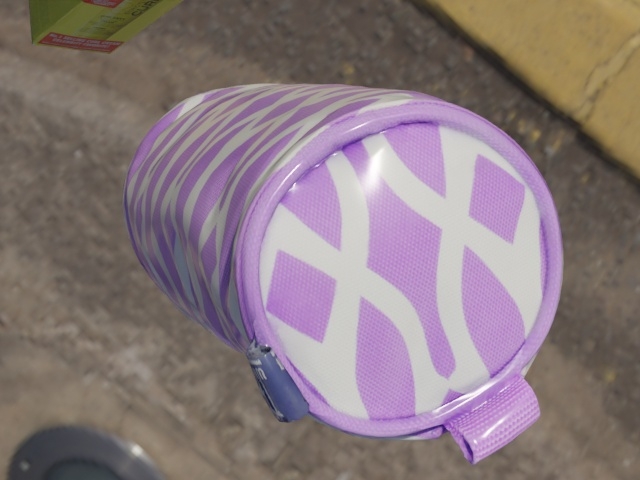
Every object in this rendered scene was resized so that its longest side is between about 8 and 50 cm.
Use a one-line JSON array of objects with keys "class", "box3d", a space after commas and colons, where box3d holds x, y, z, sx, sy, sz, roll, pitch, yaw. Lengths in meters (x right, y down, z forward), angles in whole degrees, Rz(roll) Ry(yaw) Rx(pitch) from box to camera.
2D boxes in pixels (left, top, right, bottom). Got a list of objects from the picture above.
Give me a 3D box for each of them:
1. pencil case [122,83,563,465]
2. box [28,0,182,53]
[{"class": "pencil case", "box3d": [0.000, 0.000, 0.486, 0.086, 0.206, 0.088, -39, 105, -6]}, {"class": "box", "box3d": [-0.169, -0.229, 1.498, 0.232, 0.087, 0.058, -22, 69, 53]}]
